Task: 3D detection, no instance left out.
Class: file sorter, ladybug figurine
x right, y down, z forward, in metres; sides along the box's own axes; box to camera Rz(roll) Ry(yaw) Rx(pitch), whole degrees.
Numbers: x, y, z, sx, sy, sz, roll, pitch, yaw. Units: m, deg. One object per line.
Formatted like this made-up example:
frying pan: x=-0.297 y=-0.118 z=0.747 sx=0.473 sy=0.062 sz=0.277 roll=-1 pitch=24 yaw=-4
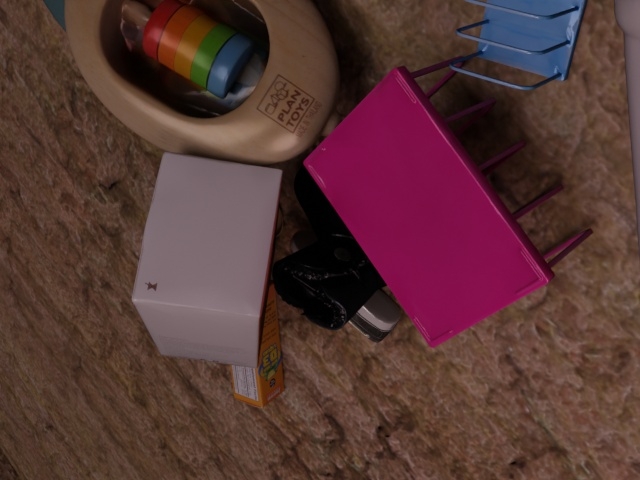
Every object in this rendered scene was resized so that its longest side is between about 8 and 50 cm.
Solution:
file sorter: x=0.167 y=-0.058 z=0.975 sx=0.290 sy=0.182 sz=0.202 roll=56 pitch=136 yaw=6
ladybug figurine: x=-0.158 y=-0.270 z=1.120 sx=0.449 sy=0.162 sz=0.305 roll=36 pitch=99 yaw=10
file sorter: x=0.227 y=-0.270 z=0.875 sx=0.118 sy=0.104 sz=0.170 roll=25 pitch=124 yaw=29

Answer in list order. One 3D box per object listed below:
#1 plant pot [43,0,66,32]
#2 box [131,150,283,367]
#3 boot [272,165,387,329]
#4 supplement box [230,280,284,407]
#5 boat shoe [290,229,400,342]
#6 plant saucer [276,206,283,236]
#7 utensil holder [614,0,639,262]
plant pot: x=-0.353 y=-0.421 z=1.266 sx=0.165 sy=0.166 sz=0.234 roll=-7 pitch=112 yaw=43
box: x=-0.158 y=0.047 z=1.158 sx=0.168 sy=0.215 sz=0.345 roll=8 pitch=160 yaw=-2
boot: x=0.000 y=0.000 z=1.129 sx=0.246 sy=0.207 sz=0.094 roll=46 pitch=133 yaw=15
supplement box: x=-0.122 y=0.186 z=1.417 sx=0.080 sy=0.078 sz=0.233 roll=14 pitch=120 yaw=32
boat shoe: x=0.027 y=0.076 z=1.234 sx=0.219 sy=0.078 sz=0.070 roll=44 pitch=131 yaw=13
plant saucer: x=-0.092 y=-0.044 z=1.321 sx=0.083 sy=0.015 sz=0.083 roll=19 pitch=122 yaw=33
utensil holder: x=0.431 y=-0.048 z=0.657 sx=0.328 sy=0.328 sz=0.385 roll=6 pitch=116 yaw=39
